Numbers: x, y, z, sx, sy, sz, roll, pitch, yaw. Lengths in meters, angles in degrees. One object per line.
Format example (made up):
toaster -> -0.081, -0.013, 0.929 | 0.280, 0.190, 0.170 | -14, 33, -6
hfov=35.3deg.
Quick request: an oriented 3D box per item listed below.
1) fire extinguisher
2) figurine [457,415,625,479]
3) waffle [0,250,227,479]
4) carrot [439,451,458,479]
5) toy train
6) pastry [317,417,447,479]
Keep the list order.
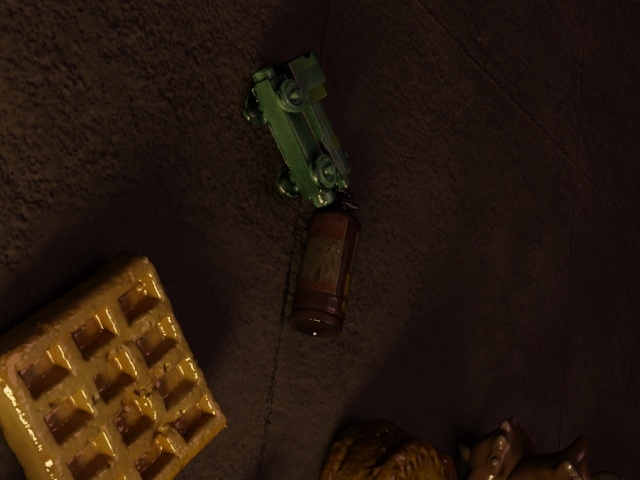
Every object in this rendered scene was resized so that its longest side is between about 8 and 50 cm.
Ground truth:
fire extinguisher -> 0.008, 0.001, 1.398 | 0.106, 0.075, 0.252 | 37, 58, -47
figurine -> 0.353, 0.382, 1.707 | 0.177, 0.247, 0.173 | 24, 43, -31
waffle -> -0.220, 0.166, 1.049 | 0.221, 0.055, 0.248 | -41, 119, -42
carrot -> 0.176, 0.422, 1.588 | 0.082, 0.082, 0.173 | 23, 65, -52
toy train -> -0.020, -0.148, 1.355 | 0.132, 0.083, 0.200 | -40, 111, -50
pastry -> 0.088, 0.380, 1.442 | 0.240, 0.132, 0.235 | -56, 139, -33
